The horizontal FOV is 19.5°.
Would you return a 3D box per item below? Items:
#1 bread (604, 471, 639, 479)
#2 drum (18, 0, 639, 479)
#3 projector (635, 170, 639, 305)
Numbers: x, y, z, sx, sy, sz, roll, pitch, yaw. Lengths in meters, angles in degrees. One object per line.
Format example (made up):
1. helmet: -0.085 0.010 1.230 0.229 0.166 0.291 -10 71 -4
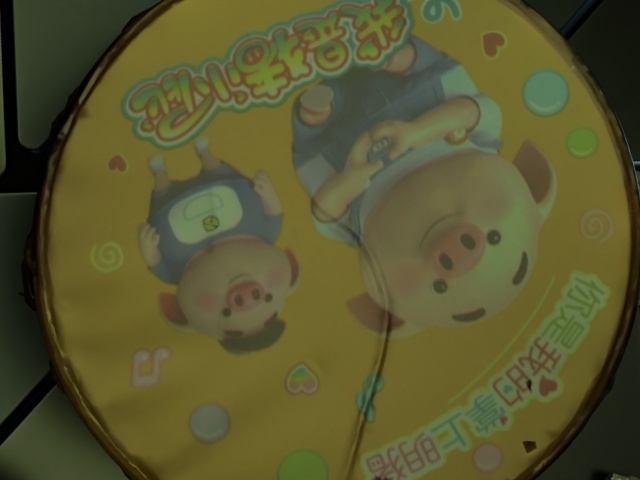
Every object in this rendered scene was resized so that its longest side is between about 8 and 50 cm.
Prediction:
1. bread: 0.258 0.242 1.568 0.070 0.035 0.083 25 80 -14
2. drum: 0.000 0.000 1.326 0.431 0.214 0.431 -1 95 -6
3. projector: 0.224 -0.004 1.552 0.147 0.061 0.115 3 87 -15
